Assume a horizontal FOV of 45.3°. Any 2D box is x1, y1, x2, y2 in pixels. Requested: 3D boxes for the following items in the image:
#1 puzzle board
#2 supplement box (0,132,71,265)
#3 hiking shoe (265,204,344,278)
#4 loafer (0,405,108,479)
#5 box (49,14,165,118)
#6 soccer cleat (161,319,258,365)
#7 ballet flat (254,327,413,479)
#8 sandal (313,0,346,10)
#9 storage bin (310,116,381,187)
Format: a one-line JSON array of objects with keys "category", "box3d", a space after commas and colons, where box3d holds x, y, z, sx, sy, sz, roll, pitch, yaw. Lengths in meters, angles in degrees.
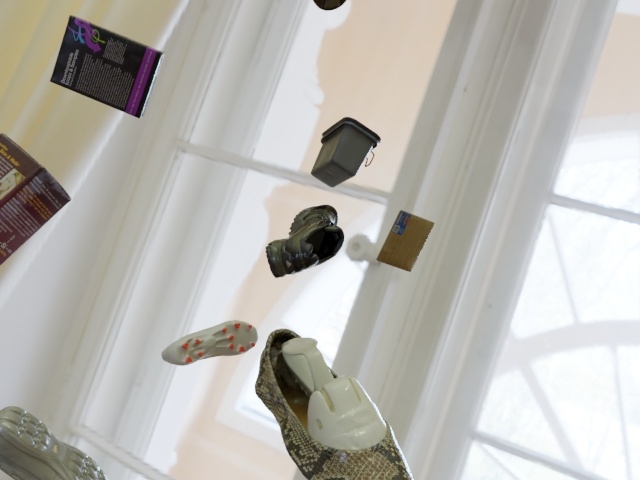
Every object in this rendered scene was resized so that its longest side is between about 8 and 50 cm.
[{"category": "puzzle board", "box3d": [0.191, 0.001, 1.736, 0.096, 0.128, 0.011, 19, 12, -25]}, {"category": "supplement box", "box3d": [-0.436, -0.034, 0.994, 0.104, 0.188, 0.081, 34, -18, 29]}, {"category": "hiking shoe", "box3d": [0.000, 0.000, 1.330, 0.114, 0.086, 0.227, -5, 24, 27]}, {"category": "loafer", "box3d": [-0.534, 0.451, 1.503, 0.319, 0.111, 0.112, 50, 16, -20]}, {"category": "box", "box3d": [-0.351, -0.286, 1.265, 0.162, 0.116, 0.029, 22, 14, -3]}, {"category": "soccer cleat", "box3d": [-0.204, 0.190, 1.431, 0.196, 0.068, 0.076, -9, 0, -43]}, {"category": "ballet flat", "box3d": [0.001, 0.275, 1.284, 0.164, 0.182, 0.483, -10, 20, -22]}, {"category": "sandal", "box3d": [0.007, -0.519, 1.346, 0.090, 0.219, 0.060, -12, 22, 13]}, {"category": "storage bin", "box3d": [0.044, -0.155, 1.443, 0.098, 0.091, 0.135, 32, -20, -16]}]
